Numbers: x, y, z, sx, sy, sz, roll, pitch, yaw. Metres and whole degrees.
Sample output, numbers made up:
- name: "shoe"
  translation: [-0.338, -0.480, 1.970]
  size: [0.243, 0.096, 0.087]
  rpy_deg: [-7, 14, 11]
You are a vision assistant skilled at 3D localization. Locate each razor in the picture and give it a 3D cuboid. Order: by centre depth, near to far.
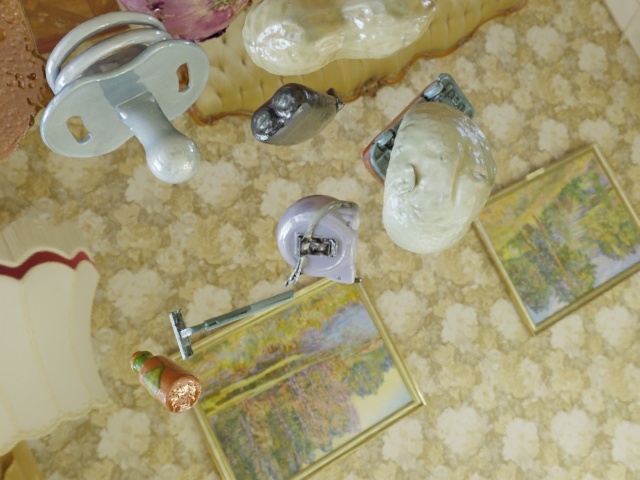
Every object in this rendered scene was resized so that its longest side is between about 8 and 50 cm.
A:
- name: "razor"
  translation: [-0.143, 0.125, 0.767]
  size: [0.211, 0.084, 0.036]
  rpy_deg: [-20, 176, -3]
- name: "razor"
  translation: [-0.056, -0.367, 1.347]
  size: [0.204, 0.113, 0.349]
  rpy_deg: [-38, 176, 26]

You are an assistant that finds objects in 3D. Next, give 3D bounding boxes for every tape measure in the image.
- name: "tape measure"
  translation: [-0.003, 0.002, 0.948]
  size: [0.178, 0.196, 0.105]
  rpy_deg: [1, -146, 10]

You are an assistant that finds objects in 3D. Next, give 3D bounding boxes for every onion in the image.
- name: "onion"
  translation: [-0.277, -0.608, 0.917]
  size: [0.358, 0.345, 0.358]
  rpy_deg: [-32, -167, 8]

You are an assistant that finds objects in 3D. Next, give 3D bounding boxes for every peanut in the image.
- name: "peanut"
  translation: [0.015, -0.205, 0.435]
  size: [0.187, 0.082, 0.082]
  rpy_deg: [-8, 178, 6]

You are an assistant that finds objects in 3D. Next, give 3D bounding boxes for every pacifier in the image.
- name: "pacifier"
  translation: [-0.282, -0.198, 0.742]
  size: [0.299, 0.233, 0.244]
  rpy_deg: [-36, 179, -18]

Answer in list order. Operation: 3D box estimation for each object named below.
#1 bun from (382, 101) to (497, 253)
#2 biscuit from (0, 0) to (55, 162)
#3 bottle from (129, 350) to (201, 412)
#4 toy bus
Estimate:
- name: "bun"
  translation: [0.187, -0.097, 0.694]
  size: [0.153, 0.244, 0.244]
  rpy_deg: [5, -173, 18]
- name: "biscuit"
  translation: [-0.483, -0.246, 0.661]
  size: [0.183, 0.280, 0.043]
  rpy_deg: [-1, -156, -37]
- name: "bottle"
  translation: [-0.287, 0.241, 0.811]
  size: [0.069, 0.069, 0.187]
  rpy_deg: [-24, -157, -39]
- name: "toy bus"
  translation: [0.196, -0.224, 0.975]
  size: [0.265, 0.121, 0.120]
  rpy_deg: [-46, -163, -11]
